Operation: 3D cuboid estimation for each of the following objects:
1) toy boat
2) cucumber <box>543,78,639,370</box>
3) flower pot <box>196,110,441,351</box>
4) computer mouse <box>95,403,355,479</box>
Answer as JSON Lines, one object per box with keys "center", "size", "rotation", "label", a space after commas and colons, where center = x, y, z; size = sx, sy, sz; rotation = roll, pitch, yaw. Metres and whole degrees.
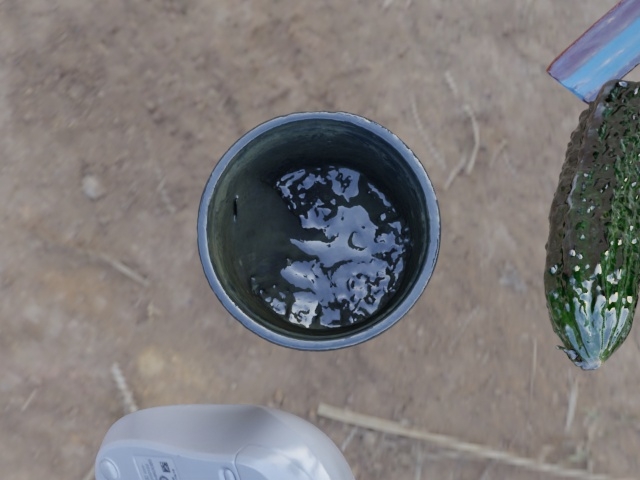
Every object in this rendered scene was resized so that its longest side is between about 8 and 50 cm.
{"center": [0.378, -0.281, 1.490], "size": [0.392, 0.136, 0.079], "rotation": [-43, 84, 22], "label": "toy boat"}
{"center": [0.196, -0.015, 1.083], "size": [0.077, 0.265, 0.077], "rotation": [10, 129, 12], "label": "cucumber"}
{"center": [0.000, 0.000, 1.037], "size": [0.157, 0.107, 0.157], "rotation": [0, 81, 1], "label": "flower pot"}
{"center": [-0.074, 0.227, 1.413], "size": [0.297, 0.121, 0.184], "rotation": [-9, 109, 46], "label": "computer mouse"}
